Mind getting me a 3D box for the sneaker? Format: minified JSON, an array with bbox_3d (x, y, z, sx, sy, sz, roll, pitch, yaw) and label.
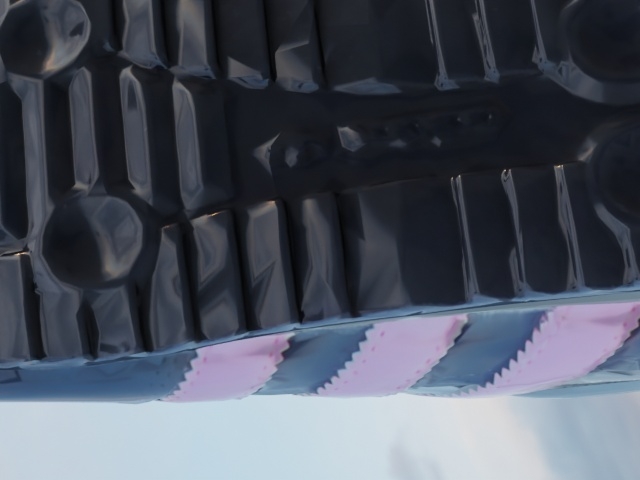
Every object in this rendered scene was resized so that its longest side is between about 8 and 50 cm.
[{"bbox_3d":[0.000,0.000,0.391,0.131,0.319,0.112,72,-159,-66],"label":"sneaker"}]
